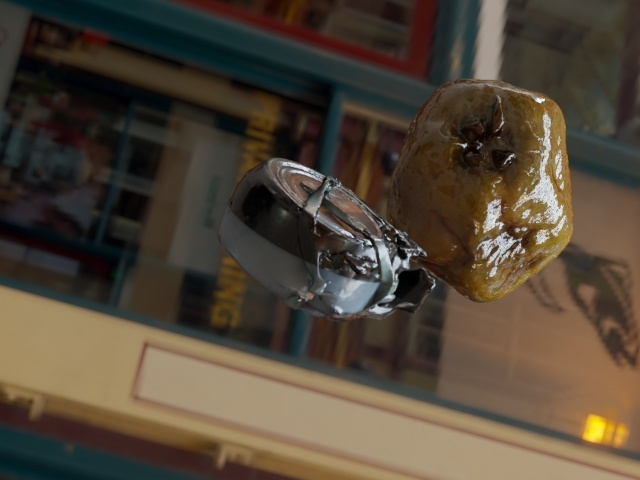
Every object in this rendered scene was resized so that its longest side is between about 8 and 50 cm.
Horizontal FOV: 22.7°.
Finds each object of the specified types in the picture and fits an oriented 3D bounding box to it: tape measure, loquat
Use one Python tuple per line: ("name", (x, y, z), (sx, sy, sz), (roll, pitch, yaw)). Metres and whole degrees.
("tape measure", (-0.002, -0.001, 0.746), (0.091, 0.094, 0.054), (42, -71, 30))
("loquat", (0.095, -0.033, 0.935), (0.137, 0.113, 0.137), (-51, 153, -38))
